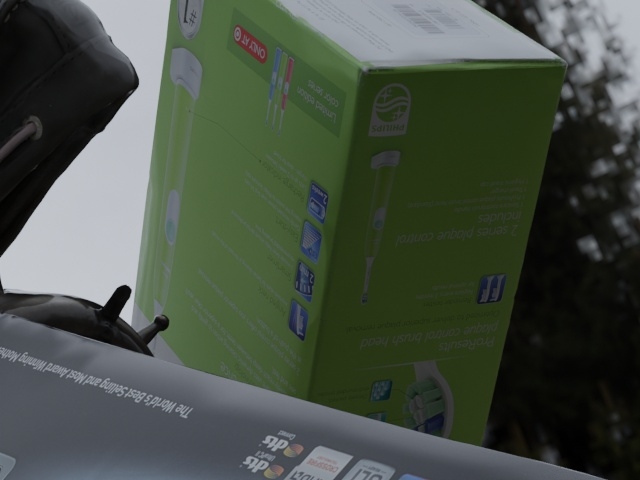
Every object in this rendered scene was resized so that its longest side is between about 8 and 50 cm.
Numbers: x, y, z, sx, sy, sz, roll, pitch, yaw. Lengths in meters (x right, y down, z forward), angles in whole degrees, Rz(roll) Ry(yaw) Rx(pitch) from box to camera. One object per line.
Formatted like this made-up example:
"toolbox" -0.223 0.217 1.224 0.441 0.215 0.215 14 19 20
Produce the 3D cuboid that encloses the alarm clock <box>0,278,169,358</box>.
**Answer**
"alarm clock" -0.129 0.104 0.808 0.129 0.192 0.064 27 -13 -38

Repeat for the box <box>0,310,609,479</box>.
"box" -0.079 0.146 0.505 0.242 0.307 0.076 -48 -59 -21

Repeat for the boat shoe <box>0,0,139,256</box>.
"boat shoe" -0.189 0.017 0.898 0.335 0.095 0.112 -58 -5 34

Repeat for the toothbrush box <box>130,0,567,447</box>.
"toothbrush box" 0.000 0.000 1.015 0.122 0.206 0.283 -4 -63 -30
